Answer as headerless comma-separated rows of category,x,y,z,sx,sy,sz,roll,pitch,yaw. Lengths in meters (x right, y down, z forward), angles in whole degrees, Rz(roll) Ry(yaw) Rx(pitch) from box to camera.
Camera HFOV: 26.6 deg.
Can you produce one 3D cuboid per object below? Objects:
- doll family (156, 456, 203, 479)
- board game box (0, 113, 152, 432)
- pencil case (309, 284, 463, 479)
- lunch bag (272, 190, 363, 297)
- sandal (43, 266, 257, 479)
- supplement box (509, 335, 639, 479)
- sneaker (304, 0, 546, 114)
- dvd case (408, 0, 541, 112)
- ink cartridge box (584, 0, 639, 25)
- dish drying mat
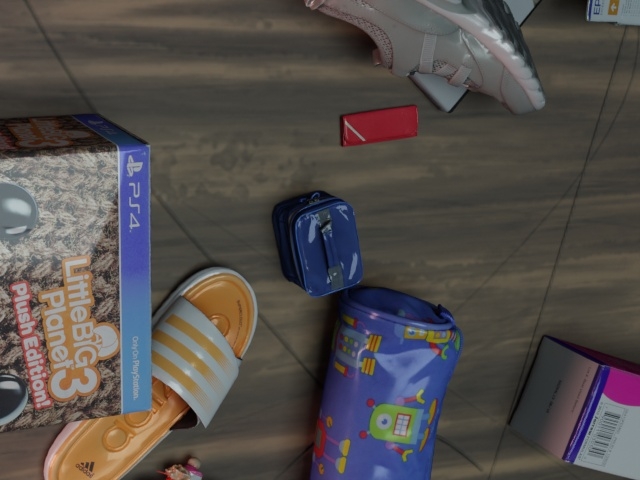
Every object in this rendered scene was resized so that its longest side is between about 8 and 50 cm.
doll family,-0.145,0.343,1.276,0.163,0.118,0.263,20,95,-30
board game box,-0.295,0.030,1.094,0.291,0.141,0.232,-7,108,-25
pencil case,0.060,0.198,1.338,0.133,0.119,0.306,7,103,-4
lunch bag,0.000,0.000,1.282,0.067,0.065,0.098,-20,114,-21
sandal,-0.142,0.147,1.245,0.265,0.076,0.102,-50,120,-6
supplement box,0.336,0.194,1.486,0.220,0.114,0.111,19,95,-29
sneaker,0.101,-0.195,1.252,0.115,0.105,0.281,-37,129,26
dvd case,0.100,-0.267,1.280,0.253,0.022,0.180,42,84,-30
ink cartridge box,0.345,-0.326,1.358,0.224,0.045,0.223,-3,108,-36
dish drying mat,0.058,-0.111,1.312,0.083,0.008,0.032,-10,108,-24
